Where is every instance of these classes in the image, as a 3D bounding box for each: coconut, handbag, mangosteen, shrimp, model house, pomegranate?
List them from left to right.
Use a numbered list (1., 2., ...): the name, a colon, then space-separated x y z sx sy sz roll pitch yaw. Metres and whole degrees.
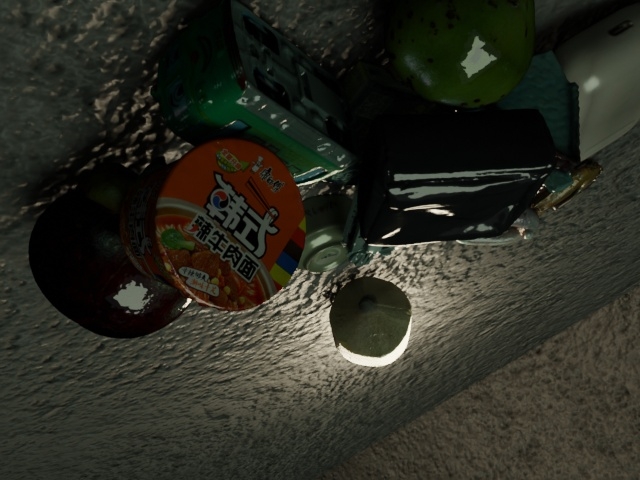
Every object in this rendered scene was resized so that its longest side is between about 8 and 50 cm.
1. mangosteen: -0.337 0.019 1.255 0.300 0.300 0.300 -18 150 -11
2. coconut: 0.139 0.224 1.997 0.239 0.239 0.244 -22 156 -4
3. handbag: 0.211 -0.114 1.236 0.302 0.177 0.275 -6 159 -9
4. pomegranate: 0.211 -0.326 1.148 0.254 0.254 0.270 1 154 -37
5. model house: 0.367 -0.180 1.408 0.230 0.248 0.280 -21 170 -8
6. shrimp: 0.673 -0.131 1.998 0.173 0.058 0.253 0 145 -50

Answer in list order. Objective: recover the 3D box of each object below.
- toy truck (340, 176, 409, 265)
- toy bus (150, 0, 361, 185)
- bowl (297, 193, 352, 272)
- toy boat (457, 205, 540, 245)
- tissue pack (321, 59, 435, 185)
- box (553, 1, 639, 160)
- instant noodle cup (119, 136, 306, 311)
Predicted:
1. toy truck: 0.140 -0.077 1.465 0.185 0.133 0.338 -18 155 -25
2. toy bus: -0.100 -0.215 1.150 0.200 0.183 0.344 -23 153 26
3. bowl: 0.000 0.000 1.649 0.212 0.112 0.211 -18 152 -10
4. toy boat: 0.481 -0.031 1.941 0.228 0.085 0.155 -6 147 -6
5. tissue pack: 0.077 -0.213 1.381 0.185 0.081 0.257 4 141 -40
6. box: 0.577 -0.313 1.502 0.289 0.141 0.349 -32 152 -13
7. instant noodle cup: -0.175 -0.022 1.094 0.250 0.250 0.192 1 179 -37
